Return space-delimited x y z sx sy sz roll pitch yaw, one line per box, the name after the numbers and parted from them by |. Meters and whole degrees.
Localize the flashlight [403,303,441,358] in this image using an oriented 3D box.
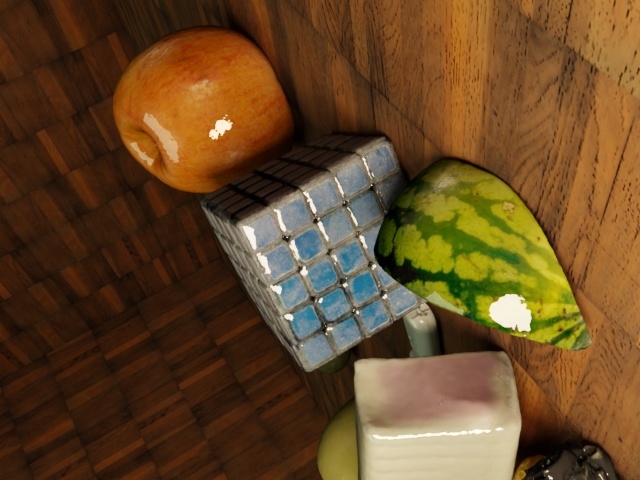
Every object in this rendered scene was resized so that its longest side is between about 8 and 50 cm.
0.168 0.174 1.190 0.093 0.047 0.200 49 164 43 | flashlight

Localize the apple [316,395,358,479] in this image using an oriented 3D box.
0.157 0.374 1.262 0.295 0.233 0.258 46 -171 -20 | apple

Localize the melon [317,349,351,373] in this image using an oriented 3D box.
0.022 0.276 1.851 0.114 0.114 0.167 55 167 24 | melon

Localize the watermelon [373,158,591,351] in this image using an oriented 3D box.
0.133 0.016 0.782 0.303 0.128 0.159 39 156 60 | watermelon

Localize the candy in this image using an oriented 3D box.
0.152 0.318 0.989 0.145 0.208 0.359 -93 1 -56 | candy

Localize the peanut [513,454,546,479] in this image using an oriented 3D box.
0.307 0.371 0.993 0.087 0.087 0.207 44 159 52 | peanut

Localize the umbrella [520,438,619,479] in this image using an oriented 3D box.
0.336 0.346 0.794 0.272 0.122 0.110 51 -151 21 | umbrella

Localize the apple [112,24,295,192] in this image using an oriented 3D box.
-0.205 -0.220 1.280 0.299 0.275 0.299 50 160 27 | apple

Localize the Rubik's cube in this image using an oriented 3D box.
0.000 0.000 1.031 0.237 0.237 0.238 66 166 -18 | Rubik's cube
